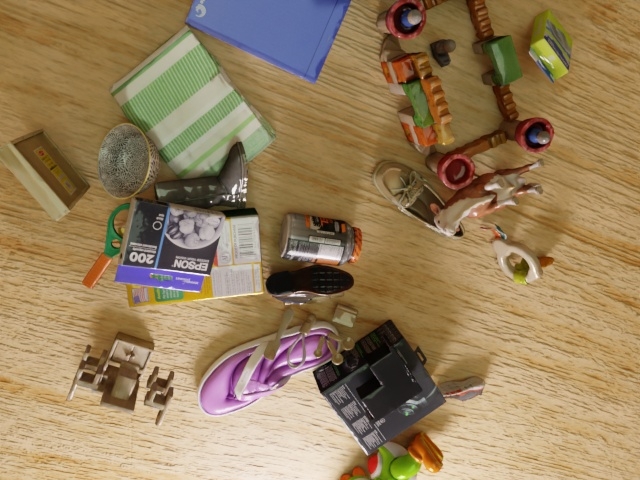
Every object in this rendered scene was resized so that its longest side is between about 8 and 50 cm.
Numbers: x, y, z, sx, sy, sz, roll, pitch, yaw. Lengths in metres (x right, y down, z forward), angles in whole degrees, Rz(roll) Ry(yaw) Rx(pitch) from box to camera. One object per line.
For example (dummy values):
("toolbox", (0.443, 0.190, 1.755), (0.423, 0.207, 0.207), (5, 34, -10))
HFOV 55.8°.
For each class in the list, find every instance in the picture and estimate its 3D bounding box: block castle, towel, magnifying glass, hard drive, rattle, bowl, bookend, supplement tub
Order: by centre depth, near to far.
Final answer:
("hard drive", (-0.115, -0.517, 1.360), (0.319, 0.040, 0.210), (21, 101, -17))
("bowl", (-0.417, -0.174, 1.366), (0.170, 0.080, 0.170), (-1, 88, 30))
("magnifying glass", (-0.468, 0.014, 1.372), (0.092, 0.026, 0.231), (35, 100, -12))
("towel", (-0.290, -0.289, 1.397), (0.248, 0.038, 0.324), (-38, 112, 3))
("block castle", (0.336, -0.375, 1.405), (0.303, 0.213, 0.453), (-25, 110, -3))
("supplement tub", (0.000, 0.000, 1.499), (0.191, 0.117, 0.116), (8, 105, -15))
("bookend", (0.146, 0.349, 1.520), (0.157, 0.072, 0.156), (-34, 108, 0))
("rattle", (0.541, 0.008, 1.641), (0.143, 0.130, 0.199), (-36, 84, -11))

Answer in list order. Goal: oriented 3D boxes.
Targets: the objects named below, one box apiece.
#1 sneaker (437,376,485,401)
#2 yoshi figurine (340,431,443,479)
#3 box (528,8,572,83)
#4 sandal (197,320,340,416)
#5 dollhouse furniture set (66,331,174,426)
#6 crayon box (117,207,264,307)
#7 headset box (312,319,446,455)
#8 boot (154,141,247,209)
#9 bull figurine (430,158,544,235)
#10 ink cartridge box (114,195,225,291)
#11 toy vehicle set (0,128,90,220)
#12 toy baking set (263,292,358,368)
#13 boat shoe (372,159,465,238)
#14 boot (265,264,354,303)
("sneaker", (0.403, 0.445, 1.748), (0.158, 0.061, 0.064), (-8, 114, -9))
("yoshi figurine", (0.201, 0.725, 1.723), (0.362, 0.203, 0.203), (-39, 117, 5))
("box", (0.554, -0.468, 1.452), (0.109, 0.178, 0.042), (42, 137, -19))
("sandal", (-0.139, 0.336, 1.579), (0.416, 0.102, 0.169), (-30, 110, -1))
("dollhouse furniture set", (-0.477, 0.351, 1.440), (0.212, 0.242, 0.160), (22, 101, -16))
("crayon box", (-0.307, 0.039, 1.466), (0.323, 0.083, 0.203), (-5, 107, -11))
("headset box", (0.167, 0.391, 1.643), (0.283, 0.131, 0.246), (-35, 110, 0))
("boot", (-0.274, -0.136, 1.389), (0.209, 0.076, 0.189), (-3, 122, -15))
("bull figurine", (0.414, -0.109, 1.480), (0.310, 0.188, 0.101), (-30, 99, -35))
("ink cartridge box", (-0.340, 0.019, 1.365), (0.206, 0.045, 0.208), (9, 106, -27))
("toy vehicle set", (-0.567, -0.144, 1.260), (0.035, 0.267, 0.166), (-35, 109, -1))
("toy baking set", (-0.022, 0.226, 1.557), (0.256, 0.030, 0.196), (-4, 70, -9))
("boat shoe", (0.257, -0.103, 1.535), (0.285, 0.089, 0.104), (33, 98, -19))
("boot", (-0.029, 0.113, 1.531), (0.219, 0.106, 0.082), (-1, 73, -5))
